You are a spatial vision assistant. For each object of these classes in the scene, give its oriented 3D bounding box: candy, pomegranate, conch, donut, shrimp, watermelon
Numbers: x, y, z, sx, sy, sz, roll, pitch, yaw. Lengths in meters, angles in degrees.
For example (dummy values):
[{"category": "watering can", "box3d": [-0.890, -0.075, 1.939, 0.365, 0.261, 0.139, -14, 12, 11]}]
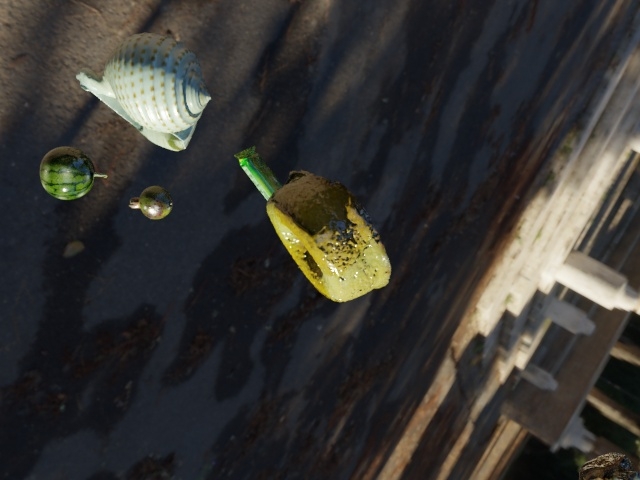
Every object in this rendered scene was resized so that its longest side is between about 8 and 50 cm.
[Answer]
[{"category": "candy", "box3d": [-0.119, -0.130, 1.637, 0.032, 0.178, 0.102, -36, -177, 19]}, {"category": "pomegranate", "box3d": [-0.346, -0.077, 1.485, 0.084, 0.073, 0.073, -5, 133, -20]}, {"category": "conch", "box3d": [-0.236, -0.224, 1.033, 0.131, 0.200, 0.172, -55, 160, -6]}, {"category": "donut", "box3d": [0.000, 0.000, 1.292, 0.107, 0.272, 0.272, -34, 152, -17]}, {"category": "shrimp", "box3d": [0.303, 0.302, 0.816, 0.145, 0.059, 0.254, -60, 157, -3]}, {"category": "watermelon", "box3d": [-0.458, -0.123, 1.332, 0.109, 0.109, 0.109, -48, 157, -28]}]
